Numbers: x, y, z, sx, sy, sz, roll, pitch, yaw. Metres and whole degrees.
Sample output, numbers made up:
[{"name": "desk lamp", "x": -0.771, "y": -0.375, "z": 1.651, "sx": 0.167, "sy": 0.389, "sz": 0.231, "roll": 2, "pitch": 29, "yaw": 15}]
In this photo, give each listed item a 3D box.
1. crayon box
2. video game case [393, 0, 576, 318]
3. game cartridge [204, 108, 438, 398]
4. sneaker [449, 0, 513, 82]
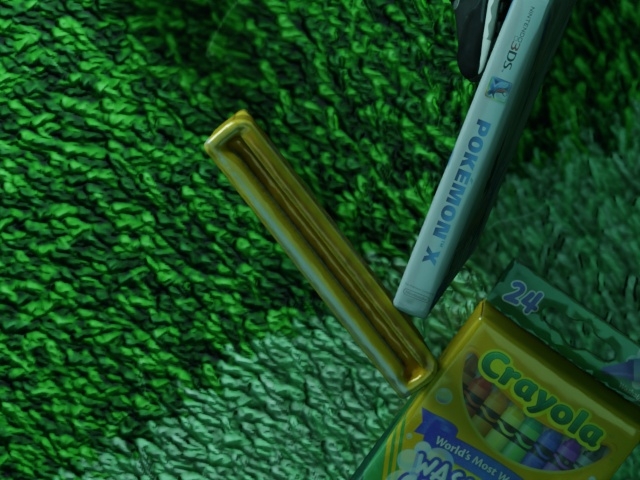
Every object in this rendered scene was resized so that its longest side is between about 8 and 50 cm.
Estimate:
[{"name": "crayon box", "x": 0.181, "y": 0.208, "z": 1.993, "sx": 0.203, "sy": 0.083, "sz": 0.323, "roll": 35, "pitch": 103, "yaw": -1}, {"name": "video game case", "x": 0.160, "y": -0.099, "z": 1.804, "sx": 0.036, "sy": 0.329, "sz": 0.300, "roll": 23, "pitch": 104, "yaw": 8}, {"name": "game cartridge", "x": 0.000, "y": 0.000, "z": 1.849, "sx": 0.053, "sy": 0.323, "sz": 0.285, "roll": -38, "pitch": 95, "yaw": 4}, {"name": "sneaker", "x": 0.141, "y": -0.296, "z": 1.898, "sx": 0.124, "sy": 0.107, "sz": 0.283, "roll": 10, "pitch": 99, "yaw": 20}]
